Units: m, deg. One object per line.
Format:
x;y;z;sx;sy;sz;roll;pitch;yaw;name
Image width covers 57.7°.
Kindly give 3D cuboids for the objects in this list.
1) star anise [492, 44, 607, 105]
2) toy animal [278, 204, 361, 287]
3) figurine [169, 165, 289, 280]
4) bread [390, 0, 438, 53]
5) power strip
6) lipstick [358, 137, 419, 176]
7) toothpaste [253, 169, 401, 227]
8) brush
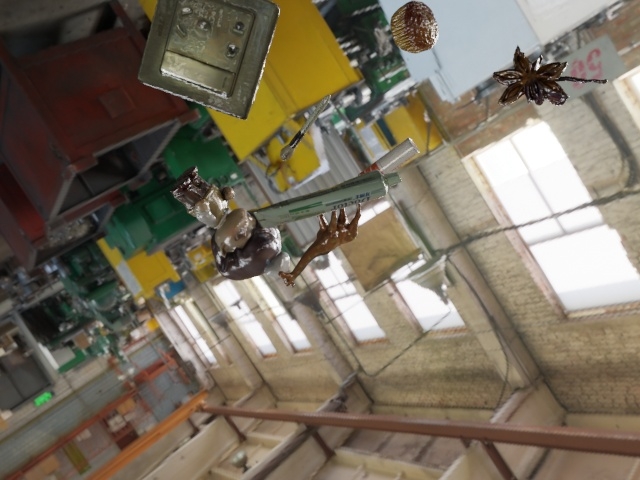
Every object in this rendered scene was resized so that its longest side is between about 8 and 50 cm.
0.398;-0.277;1.011;0.190;0.097;0.070;6;169;16;star anise
0.000;0.000;1.475;0.224;0.230;0.066;-4;-160;-32;toy animal
-0.247;-0.054;1.645;0.206;0.365;0.218;-23;-151;7;figurine
0.156;-0.346;0.938;0.085;0.085;0.053;-35;-163;-38;bread
-0.238;-0.419;1.253;0.092;0.256;0.251;-96;-154;-82;power strip
0.139;-0.158;1.192;0.130;0.038;0.038;-35;-178;23;lipstick
0.012;-0.060;0.847;0.218;0.041;0.064;-17;159;2;toothpaste
-0.050;-0.350;1.824;0.042;0.039;0.299;-10;155;-41;brush
